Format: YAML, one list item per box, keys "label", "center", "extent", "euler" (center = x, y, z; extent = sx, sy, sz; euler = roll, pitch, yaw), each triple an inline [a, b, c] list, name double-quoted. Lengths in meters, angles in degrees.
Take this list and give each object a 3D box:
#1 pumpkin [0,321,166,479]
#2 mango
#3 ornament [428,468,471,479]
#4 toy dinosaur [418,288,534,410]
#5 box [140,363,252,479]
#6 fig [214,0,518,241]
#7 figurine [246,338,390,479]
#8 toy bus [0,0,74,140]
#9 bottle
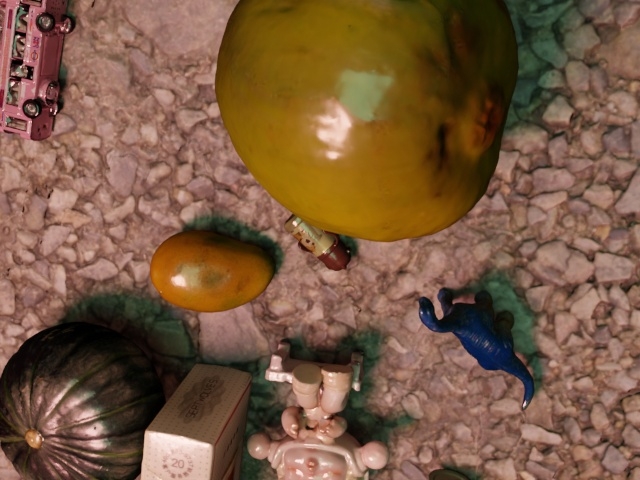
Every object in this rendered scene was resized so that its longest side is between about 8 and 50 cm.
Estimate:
- label: "pumpkin"
  center: [-0.319, 0.231, 1.074]
  extent: [0.250, 0.216, 0.249]
  euler: [3, 95, 41]
- label: "mango"
  center: [-0.148, 0.046, 1.055]
  extent: [0.163, 0.089, 0.111]
  euler: [18, 106, -5]
- label: "ornament"
  center: [0.162, 0.408, 1.110]
  extent: [0.081, 0.075, 0.156]
  euler: [32, 113, 47]
- label: "toy dinosaur"
  center: [0.203, 0.142, 0.974]
  extent: [0.075, 0.188, 0.247]
  euler: [-30, 99, 22]
- label: "box"
  center: [-0.177, 0.365, 1.077]
  extent: [0.095, 0.210, 0.330]
  euler: [9, 106, 6]
- label: "fig"
  center: [0.036, -0.168, 0.861]
  extent: [0.343, 0.343, 0.343]
  euler: [2, 105, 8]
- label: "figurine"
  center: [-0.008, 0.276, 1.076]
  extent: [0.182, 0.144, 0.256]
  euler: [0, 103, -12]
- label: "toy bus"
  center: [-0.387, -0.238, 1.032]
  extent: [0.090, 0.063, 0.203]
  euler: [14, 104, 8]
- label: "bottle"
  center: [0.000, 0.000, 1.040]
  extent: [0.101, 0.063, 0.047]
  euler: [46, 78, -7]
